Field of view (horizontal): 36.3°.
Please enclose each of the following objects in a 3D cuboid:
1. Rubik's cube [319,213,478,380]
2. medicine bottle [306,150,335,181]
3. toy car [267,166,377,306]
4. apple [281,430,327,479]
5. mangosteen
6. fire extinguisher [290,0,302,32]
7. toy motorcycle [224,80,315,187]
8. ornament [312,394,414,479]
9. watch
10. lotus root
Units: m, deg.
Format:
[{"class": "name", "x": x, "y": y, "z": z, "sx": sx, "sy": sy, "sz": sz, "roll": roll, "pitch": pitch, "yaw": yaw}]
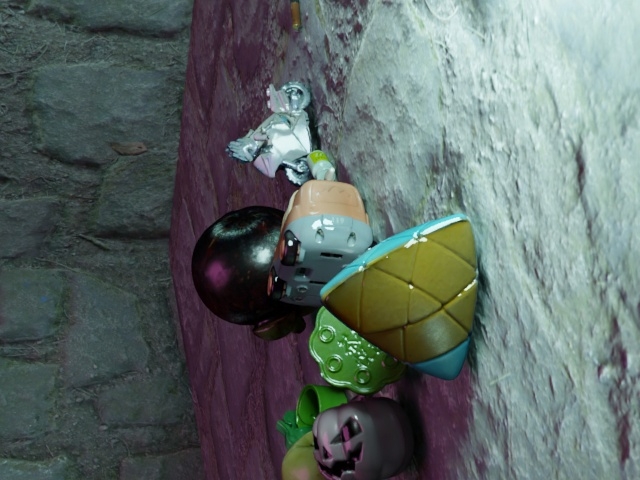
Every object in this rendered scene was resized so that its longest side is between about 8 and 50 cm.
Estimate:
[{"class": "Rubik's cube", "x": 0.148, "y": 0.035, "z": 1.462, "sx": 0.254, "sy": 0.254, "sz": 0.254, "roll": 177, "pitch": 90, "yaw": -73}, {"class": "medicine bottle", "x": 0.001, "y": -0.153, "z": 2.070, "sx": 0.083, "sy": 0.047, "sz": 0.047, "roll": -118, "pitch": 30, "yaw": -55}, {"class": "toy car", "x": 0.000, "y": 0.000, "z": 1.901, "sx": 0.270, "sy": 0.180, "sz": 0.212, "roll": 111, "pitch": 162, "yaw": -52}, {"class": "apple", "x": 0.017, "y": 0.454, "z": 1.886, "sx": 0.200, "sy": 0.200, "sz": 0.200, "roll": 177, "pitch": 90, "yaw": -73}, {"class": "mangosteen", "x": -0.142, "y": 0.073, "z": 2.198, "sx": 0.300, "sy": 0.300, "sz": 0.300, "roll": 177, "pitch": 90, "yaw": -73}, {"class": "fire extinguisher", "x": -0.055, "y": -0.516, "z": 2.247, "sx": 0.028, "sy": 0.022, "sz": 0.083, "roll": -12, "pitch": 80, "yaw": 42}, {"class": "toy motorcycle", "x": -0.114, "y": -0.234, "z": 2.174, "sx": 0.108, "sy": 0.204, "sz": 0.239, "roll": 96, "pitch": 169, "yaw": -64}, {"class": "ornament", "x": 0.071, "y": 0.339, "z": 1.694, "sx": 0.177, "sy": 0.177, "sz": 0.178, "roll": 177, "pitch": 90, "yaw": -73}, {"class": "watch", "x": -0.013, "y": 0.372, "z": 2.085, "sx": 0.165, "sy": 0.131, "sz": 0.152, "roll": -119, "pitch": 41, "yaw": -58}, {"class": "lotus root", "x": 0.080, "y": 0.190, "z": 1.705, "sx": 0.186, "sy": 0.186, "sz": 0.186, "roll": 177, "pitch": 90, "yaw": -73}]
